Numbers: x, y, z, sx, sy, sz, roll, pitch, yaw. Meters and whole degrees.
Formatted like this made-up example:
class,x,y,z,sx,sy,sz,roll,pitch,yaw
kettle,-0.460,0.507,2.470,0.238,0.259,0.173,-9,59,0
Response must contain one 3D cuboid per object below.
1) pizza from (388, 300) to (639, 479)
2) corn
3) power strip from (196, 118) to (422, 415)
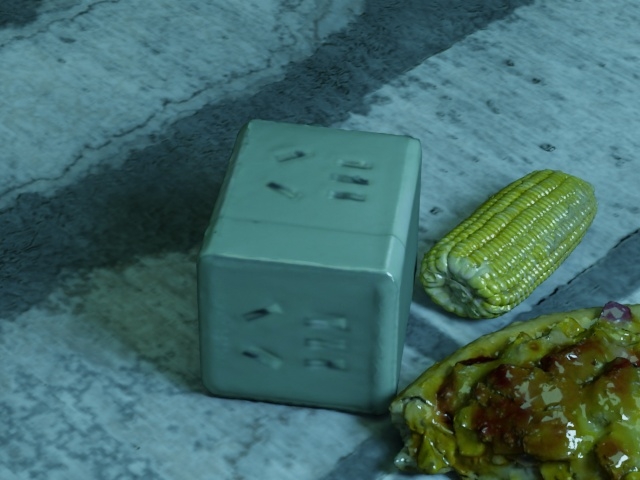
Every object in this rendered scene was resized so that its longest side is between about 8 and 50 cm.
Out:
class,x,y,z,sx,sy,sz,roll,pitch,yaw
pizza,0.195,0.120,1.144,0.290,0.081,0.228,-8,41,-14
corn,0.147,0.000,1.308,0.085,0.063,0.165,1,30,40
power strip,0.000,0.000,1.242,0.140,0.139,0.224,6,39,7
